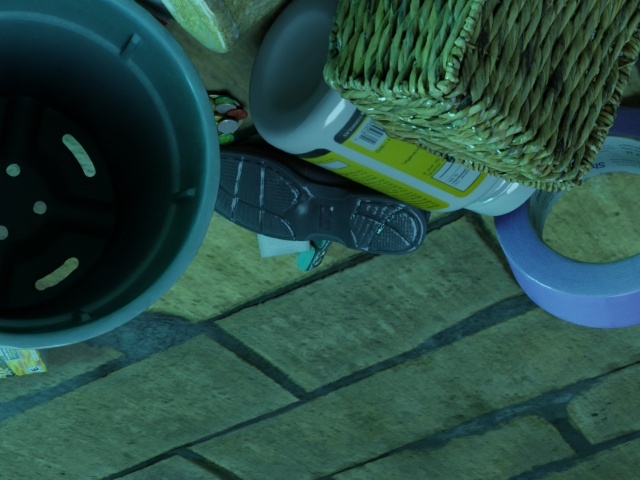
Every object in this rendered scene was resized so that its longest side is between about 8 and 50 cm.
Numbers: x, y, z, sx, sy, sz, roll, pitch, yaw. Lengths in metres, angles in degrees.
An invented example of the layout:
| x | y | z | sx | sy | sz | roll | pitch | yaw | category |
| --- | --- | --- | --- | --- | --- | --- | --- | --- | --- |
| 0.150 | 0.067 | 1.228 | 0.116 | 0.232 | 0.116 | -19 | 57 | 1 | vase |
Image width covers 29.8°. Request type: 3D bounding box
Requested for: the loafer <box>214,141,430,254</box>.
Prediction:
| x | y | z | sx | sy | sz | roll | pitch | yaw | category |
| --- | --- | --- | --- | --- | --- | --- | --- | --- | --- |
| -0.011 | -0.059 | 1.492 | 0.302 | 0.095 | 0.109 | 15 | 122 | 7 | loafer |

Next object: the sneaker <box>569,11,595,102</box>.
| x | y | z | sx | sy | sz | roll | pitch | yaw | category |
| --- | --- | --- | --- | --- | --- | --- | --- | --- | --- |
| 0.227 | -0.228 | 1.248 | 0.121 | 0.108 | 0.302 | 40 | 81 | -29 | sneaker |

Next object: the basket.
| x | y | z | sx | sy | sz | roll | pitch | yaw | category |
| --- | --- | --- | --- | --- | --- | --- | --- | --- | --- |
| 0.164 | -0.222 | 1.146 | 0.223 | 0.299 | 0.213 | 28 | 171 | -38 | basket |

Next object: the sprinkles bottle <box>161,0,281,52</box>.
| x | y | z | sx | sy | sz | roll | pitch | yaw | category |
| --- | --- | --- | --- | --- | --- | --- | --- | --- | --- |
| 0.013 | -0.310 | 1.002 | 0.355 | 0.121 | 0.121 | -42 | 146 | -9 | sprinkles bottle |

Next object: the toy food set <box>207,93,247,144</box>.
| x | y | z | sx | sy | sz | roll | pitch | yaw | category |
| --- | --- | --- | --- | --- | --- | --- | --- | --- | --- |
| -0.130 | -0.145 | 1.434 | 0.082 | 0.020 | 0.083 | 1 | 144 | -17 | toy food set |

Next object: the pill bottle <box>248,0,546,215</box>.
| x | y | z | sx | sy | sz | roll | pitch | yaw | category |
| --- | --- | --- | --- | --- | --- | --- | --- | --- | --- |
| 0.100 | -0.142 | 1.352 | 0.334 | 0.188 | 0.188 | 21 | 135 | -38 | pill bottle |

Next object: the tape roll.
| x | y | z | sx | sy | sz | roll | pitch | yaw | category |
| --- | --- | --- | --- | --- | --- | --- | --- | --- | --- |
| 0.360 | -0.032 | 1.505 | 0.275 | 0.275 | 0.090 | -18 | 145 | 11 | tape roll |

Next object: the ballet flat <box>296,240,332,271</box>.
| x | y | z | sx | sy | sz | roll | pitch | yaw | category |
| --- | --- | --- | --- | --- | --- | --- | --- | --- | --- |
| 0.000 | 0.000 | 1.675 | 0.041 | 0.041 | 0.114 | 4 | 144 | -21 | ballet flat |

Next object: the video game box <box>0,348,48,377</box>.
| x | y | z | sx | sy | sz | roll | pitch | yaw | category |
| --- | --- | --- | --- | --- | --- | --- | --- | --- | --- |
| -0.505 | 0.137 | 1.725 | 0.187 | 0.048 | 0.205 | -7 | 146 | -1 | video game box |

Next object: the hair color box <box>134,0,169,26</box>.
| x | y | z | sx | sy | sz | roll | pitch | yaw | category |
| --- | --- | --- | --- | --- | --- | --- | --- | --- | --- |
| -0.226 | -0.268 | 1.161 | 0.053 | 0.093 | 0.167 | -29 | 143 | 33 | hair color box |

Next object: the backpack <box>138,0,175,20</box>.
| x | y | z | sx | sy | sz | roll | pitch | yaw | category |
| --- | --- | --- | --- | --- | --- | --- | --- | --- | --- |
| -0.131 | -0.287 | 1.102 | 0.188 | 0.144 | 0.166 | 30 | 165 | -34 | backpack |

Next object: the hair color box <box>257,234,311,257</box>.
| x | y | z | sx | sy | sz | roll | pitch | yaw | category |
| --- | --- | --- | --- | --- | --- | --- | --- | --- | --- |
| -0.054 | -0.036 | 1.595 | 0.072 | 0.043 | 0.141 | -8 | 147 | -2 | hair color box |

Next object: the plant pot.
| x | y | z | sx | sy | sz | roll | pitch | yaw | category |
| --- | --- | --- | --- | --- | --- | --- | --- | --- | --- |
| -0.301 | -0.059 | 1.196 | 0.341 | 0.341 | 0.334 | 1 | 174 | -17 | plant pot |
